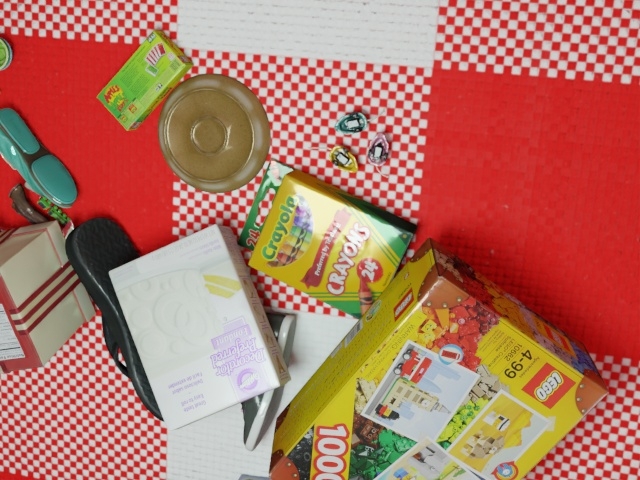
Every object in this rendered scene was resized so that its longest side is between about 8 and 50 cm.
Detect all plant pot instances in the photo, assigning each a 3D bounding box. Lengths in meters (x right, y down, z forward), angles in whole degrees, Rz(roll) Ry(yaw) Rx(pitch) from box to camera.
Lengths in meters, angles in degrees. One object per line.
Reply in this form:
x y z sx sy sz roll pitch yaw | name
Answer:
-0.215 -0.206 1.657 0.236 0.032 0.236 3 103 13 | plant pot

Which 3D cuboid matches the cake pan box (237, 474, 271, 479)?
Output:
-0.051 0.635 1.804 0.266 0.070 0.246 3 106 12 | cake pan box

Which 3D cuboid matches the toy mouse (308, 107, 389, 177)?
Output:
0.082 -0.190 1.588 0.161 0.031 0.143 34 109 4 | toy mouse

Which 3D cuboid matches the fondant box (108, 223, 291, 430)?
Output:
-0.231 0.165 1.631 0.238 0.096 0.330 -24 84 8 | fondant box

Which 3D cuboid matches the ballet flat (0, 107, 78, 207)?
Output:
-0.594 -0.157 1.746 0.247 0.083 0.087 52 133 -2 | ballet flat

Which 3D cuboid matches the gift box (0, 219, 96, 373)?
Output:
-0.623 0.092 1.707 0.255 0.258 0.276 -5 112 16 | gift box

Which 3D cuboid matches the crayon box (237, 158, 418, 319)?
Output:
0.000 0.000 1.629 0.318 0.081 0.202 25 108 7 | crayon box

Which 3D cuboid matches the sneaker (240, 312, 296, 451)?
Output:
-0.151 0.274 1.725 0.146 0.104 0.296 15 101 12 | sneaker

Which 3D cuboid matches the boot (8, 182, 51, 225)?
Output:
-0.593 -0.059 1.762 0.114 0.037 0.106 41 153 5 | boot

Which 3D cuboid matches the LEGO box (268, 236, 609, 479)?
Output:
0.199 0.308 1.557 0.372 0.193 0.500 34 109 -11 | LEGO box

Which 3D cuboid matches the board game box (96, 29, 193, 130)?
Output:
-0.343 -0.311 1.655 0.181 0.043 0.092 -43 88 19 | board game box

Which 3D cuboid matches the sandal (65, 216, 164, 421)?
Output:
-0.385 0.166 1.744 0.107 0.167 0.446 -28 88 43 | sandal

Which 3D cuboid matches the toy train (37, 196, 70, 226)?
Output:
-0.554 -0.059 1.764 0.017 0.024 0.083 -28 121 26 | toy train

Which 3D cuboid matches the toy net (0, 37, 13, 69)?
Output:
-0.715 -0.330 1.742 0.122 0.045 0.232 35 109 3 | toy net
